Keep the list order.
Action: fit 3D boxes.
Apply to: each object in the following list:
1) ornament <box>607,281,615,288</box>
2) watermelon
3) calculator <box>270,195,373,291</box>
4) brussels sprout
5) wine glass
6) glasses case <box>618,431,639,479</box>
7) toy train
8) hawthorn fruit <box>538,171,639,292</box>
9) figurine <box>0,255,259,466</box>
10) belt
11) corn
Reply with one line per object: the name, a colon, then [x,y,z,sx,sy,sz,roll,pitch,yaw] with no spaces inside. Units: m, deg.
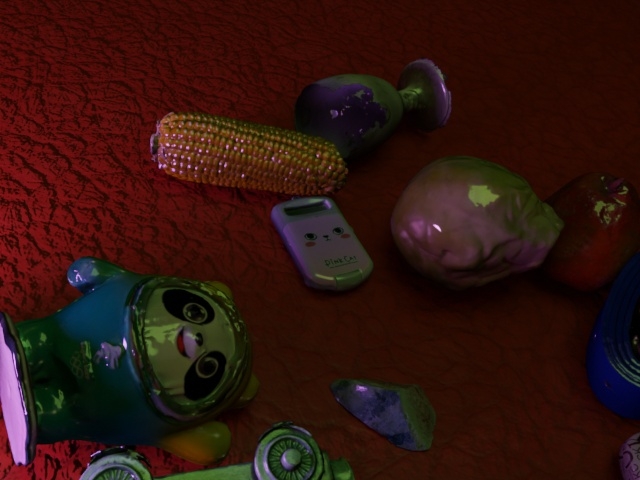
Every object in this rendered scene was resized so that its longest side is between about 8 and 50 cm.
ornament: [0.720,0.129,1.368,0.245,0.061,0.230,-6,48,-14]
watermelon: [0.105,0.255,1.081,0.180,0.081,0.094,23,20,-1]
calculator: [0.000,0.000,1.295,0.141,0.045,0.246,-10,50,-25]
brussels sprout: [0.275,-0.032,1.271,0.274,0.242,0.317,-6,27,-45]
wine glass: [0.115,-0.288,1.508,0.357,0.190,0.190,-22,56,-35]
glasses case: [0.650,0.380,1.090,0.355,0.085,0.137,7,45,-10]
toy train: [-0.133,0.378,0.824,0.397,0.160,0.253,-3,55,-18]
hawthorn fruit: [0.531,-0.032,1.326,0.210,0.262,0.210,12,43,-12]
figurine: [-0.255,0.171,0.948,0.340,0.231,0.323,-6,74,-32]
belt: [0.614,0.158,1.226,0.212,0.117,0.347,26,55,24]
corn: [-0.139,-0.170,1.350,0.387,0.144,0.144,6,46,-11]
